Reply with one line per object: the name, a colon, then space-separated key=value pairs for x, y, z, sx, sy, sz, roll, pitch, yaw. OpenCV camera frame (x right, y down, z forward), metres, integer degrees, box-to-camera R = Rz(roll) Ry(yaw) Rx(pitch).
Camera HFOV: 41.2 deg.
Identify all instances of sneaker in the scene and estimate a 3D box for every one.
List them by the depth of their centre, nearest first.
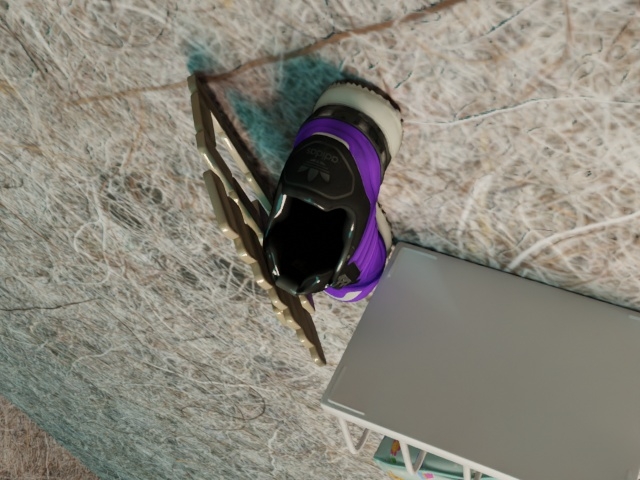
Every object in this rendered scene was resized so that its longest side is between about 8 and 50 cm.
sneaker: x=-0.001 y=0.000 z=0.791 sx=0.102 sy=0.146 sz=0.293 roll=20 pitch=149 yaw=14

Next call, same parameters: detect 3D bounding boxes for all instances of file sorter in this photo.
file sorter: x=0.177 y=0.158 z=0.847 sx=0.278 sy=0.192 sz=0.173 roll=17 pitch=152 yaw=21

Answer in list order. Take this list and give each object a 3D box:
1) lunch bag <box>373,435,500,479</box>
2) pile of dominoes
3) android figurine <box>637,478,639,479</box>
lunch bag: x=0.222 y=0.304 z=1.119 sx=0.224 sy=0.107 sz=0.279 roll=37 pitch=155 yaw=-27
pile of dominoes: x=-0.071 y=-0.007 z=0.812 sx=0.040 sy=0.196 sz=0.251 roll=-23 pitch=133 yaw=9
android figurine: x=0.410 y=0.243 z=0.786 sx=0.273 sy=0.056 sz=0.248 roll=26 pitch=123 yaw=-35
